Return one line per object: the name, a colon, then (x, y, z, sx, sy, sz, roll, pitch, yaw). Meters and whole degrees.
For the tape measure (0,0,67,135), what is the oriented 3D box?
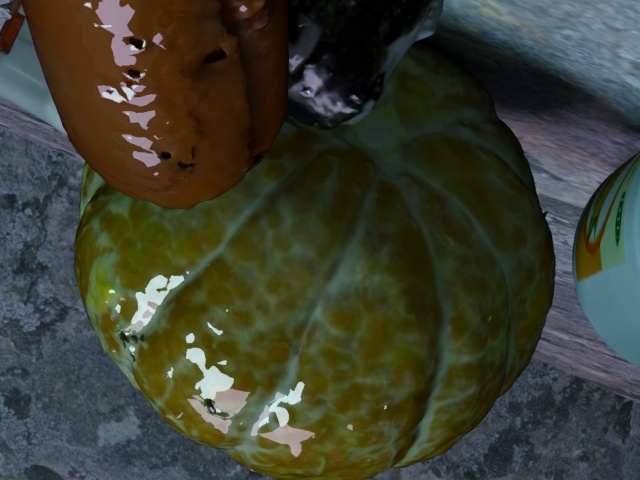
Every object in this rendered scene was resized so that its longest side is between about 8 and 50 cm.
tape measure: (-0.149, -0.130, 1.163, 0.265, 0.130, 0.258, 22, -177, -31)

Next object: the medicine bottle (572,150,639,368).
medicine bottle: (0.239, 0.004, 0.771, 0.158, 0.158, 0.318, 22, 174, 3)

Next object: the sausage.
sausage: (-0.064, -0.129, 0.443, 0.102, 0.102, 0.330, 20, 145, 18)

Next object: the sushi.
sushi: (-0.037, -0.132, 0.657, 0.126, 0.136, 0.225, 36, 172, -36)

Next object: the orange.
orange: (0.000, 0.000, 0.902, 0.329, 0.329, 0.249, 22, 140, -1)
